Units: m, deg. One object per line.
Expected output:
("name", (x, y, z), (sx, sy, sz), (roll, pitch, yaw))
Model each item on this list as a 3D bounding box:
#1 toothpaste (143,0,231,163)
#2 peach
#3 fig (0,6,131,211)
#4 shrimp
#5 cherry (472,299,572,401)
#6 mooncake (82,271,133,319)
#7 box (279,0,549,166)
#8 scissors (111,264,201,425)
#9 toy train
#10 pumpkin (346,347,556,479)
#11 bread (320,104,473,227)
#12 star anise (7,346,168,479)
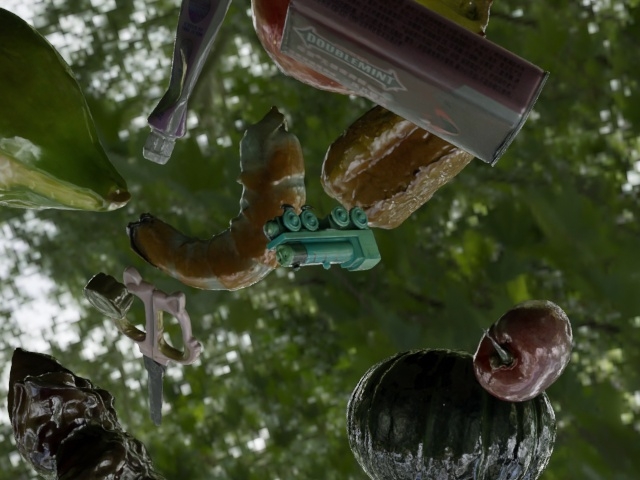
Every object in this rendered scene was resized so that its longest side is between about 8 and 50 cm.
("toothpaste", (-0.138, -0.231, 1.415), (0.075, 0.301, 0.048), (27, -169, 37))
("peach", (0.073, -0.330, 1.773), (0.338, 0.281, 0.281), (6, -151, 29))
("fig", (-0.299, -0.104, 1.266), (0.275, 0.206, 0.206), (29, -145, 9))
("shrimp", (-0.091, -0.037, 1.107), (0.166, 0.161, 0.049), (4, 179, 24))
("cherry", (0.213, 0.109, 1.295), (0.126, 0.087, 0.106), (-32, 167, -33))
("mooncake", (-0.328, -0.013, 1.483), (0.057, 0.150, 0.347), (-32, -113, -23))
("box", (0.077, -0.156, 1.105), (0.069, 0.224, 0.120), (-60, 179, -17))
("scissors", (-0.243, 0.169, 1.860), (0.160, 0.318, 0.024), (25, -133, 18))
("toy train", (0.000, 0.000, 0.854), (0.092, 0.045, 0.029), (-2, 157, -44))
("pumpkin", (0.149, 0.229, 1.491), (0.249, 0.216, 0.250), (8, -172, -1))
("bread", (0.106, -0.099, 1.517), (0.185, 0.109, 0.380), (-40, 174, 6))
("star anise", (-0.219, 0.239, 1.306), (0.108, 0.315, 0.315), (-44, -153, -8))
